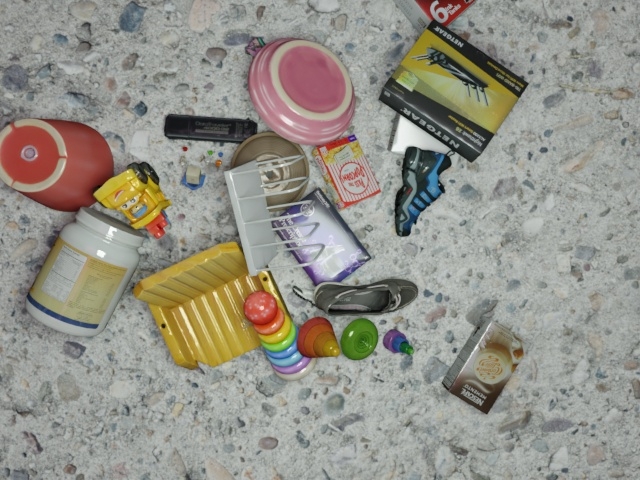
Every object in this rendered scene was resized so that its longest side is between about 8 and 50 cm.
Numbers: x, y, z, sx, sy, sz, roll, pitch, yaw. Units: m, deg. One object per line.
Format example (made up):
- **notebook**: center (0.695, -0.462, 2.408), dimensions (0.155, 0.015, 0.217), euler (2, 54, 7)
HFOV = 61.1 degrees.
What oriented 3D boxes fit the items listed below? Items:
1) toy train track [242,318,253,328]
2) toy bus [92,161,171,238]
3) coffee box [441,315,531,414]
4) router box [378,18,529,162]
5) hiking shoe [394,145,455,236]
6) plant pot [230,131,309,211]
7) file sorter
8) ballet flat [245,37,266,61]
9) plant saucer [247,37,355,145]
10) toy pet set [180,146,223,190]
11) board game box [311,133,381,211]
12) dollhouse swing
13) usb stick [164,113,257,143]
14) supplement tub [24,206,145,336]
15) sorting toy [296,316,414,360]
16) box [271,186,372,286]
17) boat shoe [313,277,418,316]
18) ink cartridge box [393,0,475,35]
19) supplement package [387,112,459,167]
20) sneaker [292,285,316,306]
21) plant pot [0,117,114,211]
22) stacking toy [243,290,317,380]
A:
- **toy train track**: center (-0.189, 0.233, 1.523), dimensions (0.048, 0.083, 0.014), euler (-42, 47, 14)
- **toy bus**: center (-0.512, -0.100, 1.544), dimensions (0.149, 0.220, 0.211), euler (-32, 97, 2)
- **coffee box**: center (0.490, 0.369, 1.617), dimensions (0.141, 0.098, 0.246), euler (31, 90, -1)
- **router box**: center (0.348, -0.393, 1.432), dimensions (0.309, 0.081, 0.243), euler (35, 80, 3)
- **hiking shoe**: center (0.285, -0.121, 1.538), dimensions (0.132, 0.113, 0.304), euler (7, 135, 1)
- **plant pot**: center (-0.148, -0.196, 1.577), dimensions (0.237, 0.110, 0.237), euler (0, 101, -2)
- **file sorter**: center (-0.109, -0.077, 1.431), dimensions (0.173, 0.193, 0.277), euler (-9, 104, 15)
- **ballet flat**: center (-0.141, -0.503, 1.620), dimensions (0.079, 0.077, 0.221), euler (-42, 88, 17)
- **plant saucer**: center (-0.038, -0.436, 1.538), dimensions (0.332, 0.084, 0.332), euler (8, 71, -23)
- **toy pet set**: center (-0.363, -0.212, 1.631), dimensions (0.122, 0.065, 0.114), euler (9, 55, -4)
- **board game box**: center (0.077, -0.201, 1.601), dimensions (0.147, 0.045, 0.193), euler (-26, 92, -32)
- **dollhouse swing**: center (-0.290, 0.196, 1.502), dimensions (0.347, 0.305, 0.315), euler (-24, 91, -2)
- **usb stick**: center (-0.329, -0.333, 1.626), dimensions (0.278, 0.045, 0.077), euler (4, 84, -1)
- **supplement tub**: center (-0.655, 0.086, 1.531), dimensions (0.228, 0.228, 0.316), euler (27, 90, -1)
- **sorting toy**: center (0.118, 0.296, 1.522), dimensions (0.365, 0.126, 0.127), euler (8, 97, -31)
- **box**: center (0.000, 0.000, 1.607), dimensions (0.184, 0.103, 0.261), euler (-37, 91, -3)
- **boat shoe**: center (0.145, 0.176, 1.566), dimensions (0.335, 0.095, 0.112), euler (0, 116, -20)
- **ink cartridge box**: center (0.358, -0.793, 1.581), dimensions (0.309, 0.130, 0.272), euler (-42, 97, 0)
- **supplement package**: center (0.314, -0.336, 1.568), dimensions (0.194, 0.149, 0.203), euler (14, 102, -1)
- **sneaker**: center (-0.035, 0.163, 1.642), dimensions (0.109, 0.040, 0.043), euler (31, 75, -5)
- **plant pot**: center (-0.755, -0.222, 1.521), dimensions (0.275, 0.243, 0.275), euler (0, 90, -1)
- **stacking toy**: center (-0.117, 0.251, 1.499), dimensions (0.141, 0.141, 0.330), euler (-23, 134, -1)
